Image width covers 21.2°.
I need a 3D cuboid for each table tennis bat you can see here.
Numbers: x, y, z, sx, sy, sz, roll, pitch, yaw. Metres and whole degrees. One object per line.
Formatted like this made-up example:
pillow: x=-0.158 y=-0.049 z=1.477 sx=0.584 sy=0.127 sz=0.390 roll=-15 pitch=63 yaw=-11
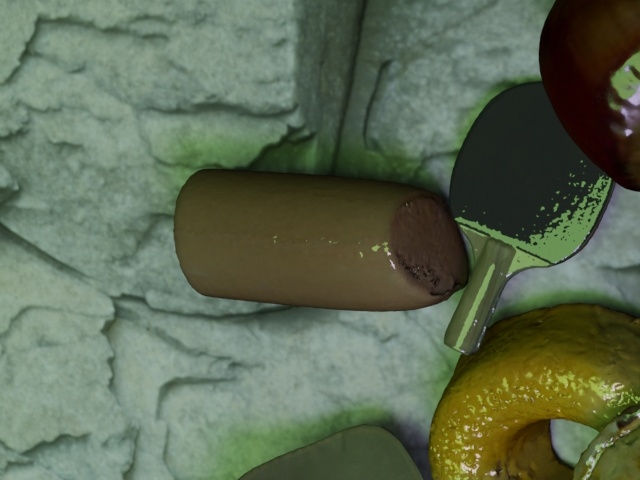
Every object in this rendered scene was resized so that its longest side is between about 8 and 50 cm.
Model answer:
table tennis bat: x=0.167 y=-0.017 z=1.472 sx=0.138 sy=0.022 sz=0.246 roll=25 pitch=98 yaw=21

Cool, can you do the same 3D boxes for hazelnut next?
hazelnut: x=0.266 y=-0.146 z=1.330 sx=0.208 sy=0.208 sz=0.208 roll=8 pitch=107 yaw=26

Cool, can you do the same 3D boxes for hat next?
hat: x=0.032 y=0.304 z=1.553 sx=0.214 sy=0.244 sz=0.149 roll=-21 pitch=126 yaw=5

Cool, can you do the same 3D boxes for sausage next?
sausage: x=0.000 y=0.000 z=1.546 sx=0.253 sy=0.123 sz=0.123 roll=3 pitch=105 yaw=27

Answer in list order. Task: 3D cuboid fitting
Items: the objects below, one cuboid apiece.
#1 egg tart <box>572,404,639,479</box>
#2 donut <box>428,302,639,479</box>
egg tart: x=0.298 y=0.231 z=1.357 sx=0.213 sy=0.090 sz=0.212 roll=0 pitch=98 yaw=2
donut: x=0.218 y=0.188 z=1.485 sx=0.278 sy=0.108 sz=0.277 roll=8 pitch=107 yaw=26
